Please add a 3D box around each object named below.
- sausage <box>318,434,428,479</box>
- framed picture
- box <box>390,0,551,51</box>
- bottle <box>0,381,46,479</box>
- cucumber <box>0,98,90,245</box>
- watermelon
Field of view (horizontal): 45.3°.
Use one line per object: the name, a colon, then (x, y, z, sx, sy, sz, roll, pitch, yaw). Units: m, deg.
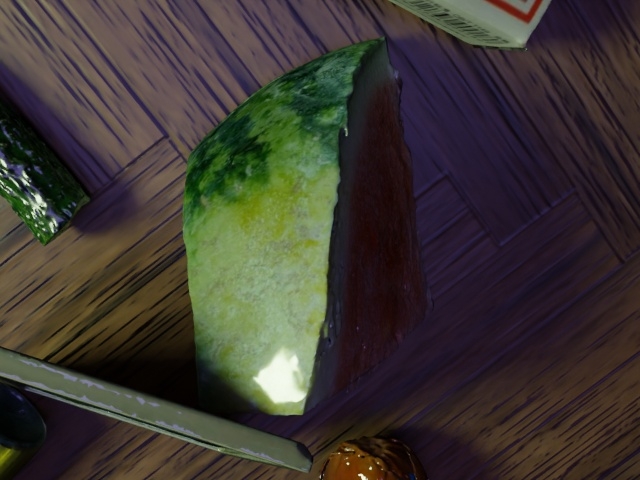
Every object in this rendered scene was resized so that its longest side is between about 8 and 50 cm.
sausage: (0.073, 0.328, 0.686, 0.102, 0.102, 0.331, -11, 102, -4)
framed picture: (-0.132, 0.119, 0.539, 0.208, 0.281, 0.019, 21, 72, -8)
box: (0.091, -0.233, 0.550, 0.182, 0.099, 0.133, 21, 99, -23)
bottle: (-0.351, 0.240, 0.629, 0.082, 0.082, 0.286, 43, 95, -13)
cucumber: (-0.256, -0.082, 0.586, 0.058, 0.058, 0.187, -41, 101, 3)
watermelon: (0.000, 0.000, 0.572, 0.192, 0.232, 0.310, -6, 58, -3)
